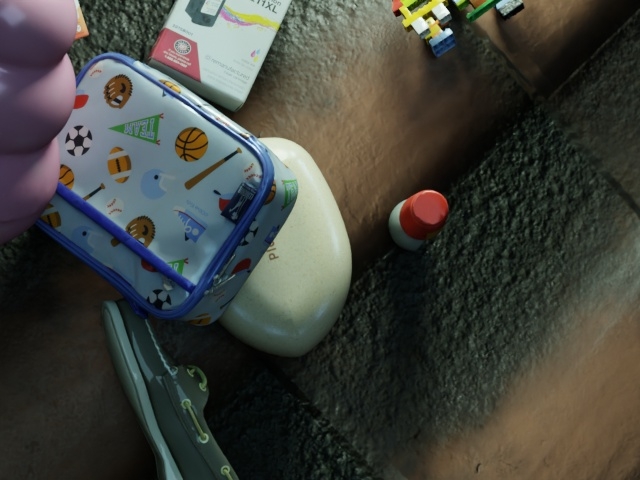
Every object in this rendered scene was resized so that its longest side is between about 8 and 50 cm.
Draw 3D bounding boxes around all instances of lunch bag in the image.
[{"bbox_3d":[-0.188,-0.050,1.633,0.303,0.115,0.243,36,93,22],"label":"lunch bag"}]

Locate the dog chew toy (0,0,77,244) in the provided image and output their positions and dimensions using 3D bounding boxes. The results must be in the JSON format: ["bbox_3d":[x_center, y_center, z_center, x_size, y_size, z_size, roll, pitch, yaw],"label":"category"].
[{"bbox_3d":[-0.352,-0.150,1.508,0.207,0.206,0.331,20,122,-11],"label":"dog chew toy"}]

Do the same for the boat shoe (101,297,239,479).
[{"bbox_3d":[-0.170,0.199,1.691,0.091,0.109,0.305,-23,97,-15],"label":"boat shoe"}]

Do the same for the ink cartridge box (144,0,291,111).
[{"bbox_3d":[-0.120,-0.266,1.761,0.127,0.072,0.175,25,80,-10],"label":"ink cartridge box"}]

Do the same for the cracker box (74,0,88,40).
[{"bbox_3d":[-0.372,-0.321,1.647,0.156,0.067,0.232,-32,108,-49],"label":"cracker box"}]

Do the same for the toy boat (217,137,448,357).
[{"bbox_3d":[0.000,0.000,1.744,0.318,0.148,0.267,-11,82,-7],"label":"toy boat"}]

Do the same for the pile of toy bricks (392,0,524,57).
[{"bbox_3d":[0.188,-0.334,1.841,0.212,0.118,0.105,-34,65,1],"label":"pile of toy bricks"}]
